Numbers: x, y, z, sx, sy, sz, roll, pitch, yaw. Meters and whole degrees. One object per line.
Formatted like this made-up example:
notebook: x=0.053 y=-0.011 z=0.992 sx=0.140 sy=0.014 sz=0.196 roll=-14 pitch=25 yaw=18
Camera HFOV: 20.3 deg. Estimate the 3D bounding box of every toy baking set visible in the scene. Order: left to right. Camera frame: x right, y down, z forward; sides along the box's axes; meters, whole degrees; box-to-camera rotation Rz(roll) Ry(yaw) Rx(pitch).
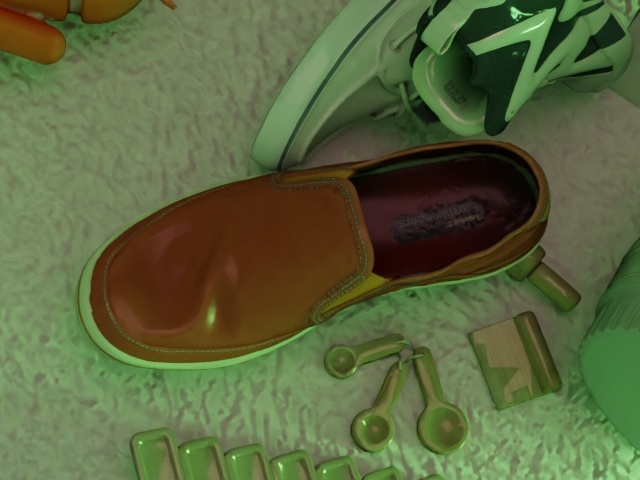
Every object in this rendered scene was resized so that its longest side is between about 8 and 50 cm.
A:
toy baking set: x=0.054 y=0.033 z=1.242 sx=0.256 sy=0.030 sz=0.197 roll=46 pitch=69 yaw=6

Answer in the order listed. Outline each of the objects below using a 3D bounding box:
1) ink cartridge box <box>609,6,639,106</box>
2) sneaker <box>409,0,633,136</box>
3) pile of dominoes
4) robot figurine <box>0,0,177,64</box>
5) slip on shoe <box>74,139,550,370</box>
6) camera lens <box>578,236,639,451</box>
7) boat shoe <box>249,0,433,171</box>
ink cartridge box: x=0.299 y=-0.167 z=1.290 sx=0.115 sy=0.198 sz=0.067 roll=34 pitch=44 yaw=1
sneaker: x=0.127 y=-0.126 z=1.229 sx=0.153 sy=0.235 sz=0.094 roll=-45 pitch=72 yaw=-2
pile of dominoes: x=-0.020 y=0.235 z=1.169 sx=0.251 sy=0.040 sz=0.196 roll=11 pitch=69 yaw=-17
robot figurine: x=-0.201 y=-0.214 z=1.222 sx=0.219 sy=0.128 sz=0.158 roll=7 pitch=43 yaw=-8
slip on shoe: x=0.000 y=0.000 z=1.177 sx=0.331 sy=0.101 sz=0.123 roll=-14 pitch=78 yaw=-11
camera lens: x=0.329 y=0.027 z=1.199 sx=0.219 sy=0.219 sz=0.274 roll=39 pitch=69 yaw=3
boat shoe: x=0.054 y=-0.133 z=1.263 sx=0.084 sy=0.095 sz=0.258 roll=38 pitch=70 yaw=7
